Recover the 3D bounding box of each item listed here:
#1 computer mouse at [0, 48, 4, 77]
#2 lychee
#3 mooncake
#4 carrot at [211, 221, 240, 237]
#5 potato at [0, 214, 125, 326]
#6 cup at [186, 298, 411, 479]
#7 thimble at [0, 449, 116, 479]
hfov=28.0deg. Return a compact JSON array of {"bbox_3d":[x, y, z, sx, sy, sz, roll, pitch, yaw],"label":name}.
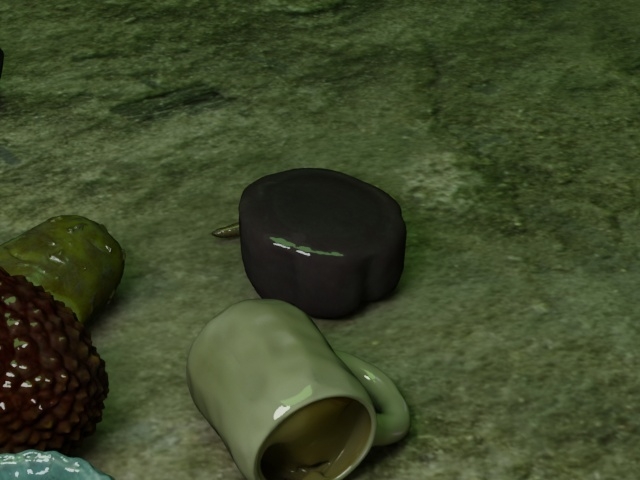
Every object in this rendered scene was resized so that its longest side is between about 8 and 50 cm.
[{"bbox_3d":[-0.646,-0.247,2.176,0.170,0.100,0.269,9,39,15],"label":"computer mouse"},{"bbox_3d":[-0.372,0.157,1.464,0.267,0.267,0.267,1,34,-1],"label":"lychee"},{"bbox_3d":[0.000,0.000,1.806,0.245,0.133,0.245,1,34,-1],"label":"mooncake"},{"bbox_3d":[-0.040,-0.033,1.934,0.254,0.049,0.049,-11,36,-13],"label":"carrot"},{"bbox_3d":[-0.386,0.072,1.692,0.298,0.141,0.176,-36,35,-32],"label":"potato"},{"bbox_3d":[-0.015,0.168,1.525,0.255,0.173,0.202,-16,40,-23],"label":"cup"},{"bbox_3d":[-0.296,0.325,1.317,0.235,0.143,0.198,15,36,22],"label":"thimble"}]
